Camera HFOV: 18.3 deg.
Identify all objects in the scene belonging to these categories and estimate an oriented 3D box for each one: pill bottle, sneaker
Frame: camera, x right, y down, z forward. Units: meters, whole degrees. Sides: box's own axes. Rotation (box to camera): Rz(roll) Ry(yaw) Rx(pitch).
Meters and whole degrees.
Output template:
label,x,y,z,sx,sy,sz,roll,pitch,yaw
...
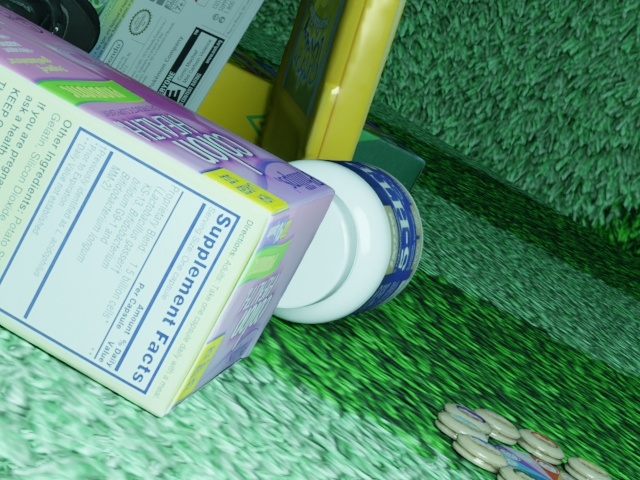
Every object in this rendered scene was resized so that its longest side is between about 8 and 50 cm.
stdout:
label,x,y,z,sx,sy,sz,roll,pitch,yaw
pill bottle,0.000,0.000,1.354,0.112,0.112,0.187,30,9,11
sneaker,-0.265,-0.161,1.593,0.124,0.107,0.283,50,21,27

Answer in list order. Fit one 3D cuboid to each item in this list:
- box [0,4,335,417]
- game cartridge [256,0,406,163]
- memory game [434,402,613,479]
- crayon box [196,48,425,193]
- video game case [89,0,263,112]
label,x,y,z,sx,sy,sz,roll,pitch,yaw
box,-0.136,-0.029,1.065,0.243,0.117,0.213,30,8,6
game cartridge,0.013,-0.182,1.773,0.053,0.323,0.285,18,10,-11
memory game,0.156,0.154,1.280,0.186,0.012,0.186,28,8,-4
crayon box,-0.071,-0.139,2.069,0.323,0.083,0.203,23,10,-30
video game case,-0.155,-0.274,1.745,0.300,0.329,0.036,21,17,-44
